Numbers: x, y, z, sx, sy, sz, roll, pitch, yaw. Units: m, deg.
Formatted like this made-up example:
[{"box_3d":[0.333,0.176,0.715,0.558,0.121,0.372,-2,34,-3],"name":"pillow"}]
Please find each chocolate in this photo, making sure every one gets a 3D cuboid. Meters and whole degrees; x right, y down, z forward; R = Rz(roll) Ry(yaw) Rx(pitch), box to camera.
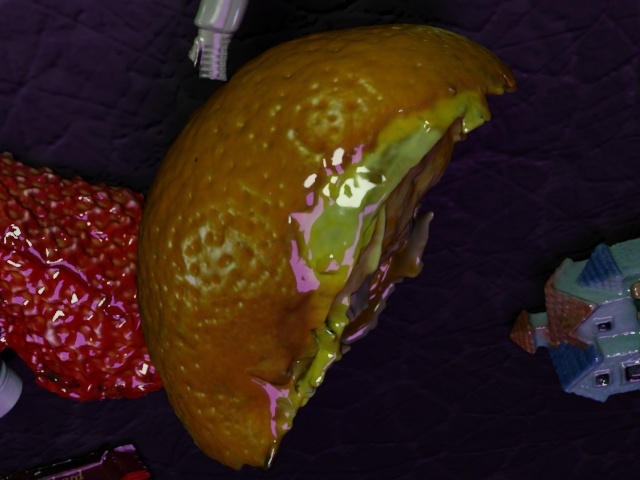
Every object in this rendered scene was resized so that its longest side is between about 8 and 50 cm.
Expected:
[{"box_3d":[-0.259,0.250,0.945,0.182,0.028,0.086,-11,127,-1],"name":"chocolate"}]

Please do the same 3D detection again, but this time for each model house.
[{"box_3d":[0.249,0.081,0.867,0.148,0.119,0.148,-12,131,8],"name":"model house"}]

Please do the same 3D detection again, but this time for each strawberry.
[{"box_3d":[-0.193,0.047,0.742,0.188,0.106,0.286,-42,124,19],"name":"strawberry"}]

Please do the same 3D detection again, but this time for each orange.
[{"box_3d":[-0.007,-0.007,0.656,0.262,0.196,0.335,-31,148,-41],"name":"orange"}]

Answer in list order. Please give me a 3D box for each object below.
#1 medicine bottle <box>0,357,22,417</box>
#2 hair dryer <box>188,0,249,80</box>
[{"box_3d":[-0.300,0.097,0.780,0.055,0.074,0.118,-24,130,7],"name":"medicine bottle"},{"box_3d":[-0.004,-0.230,0.552,0.218,0.088,0.225,-22,111,-14],"name":"hair dryer"}]
